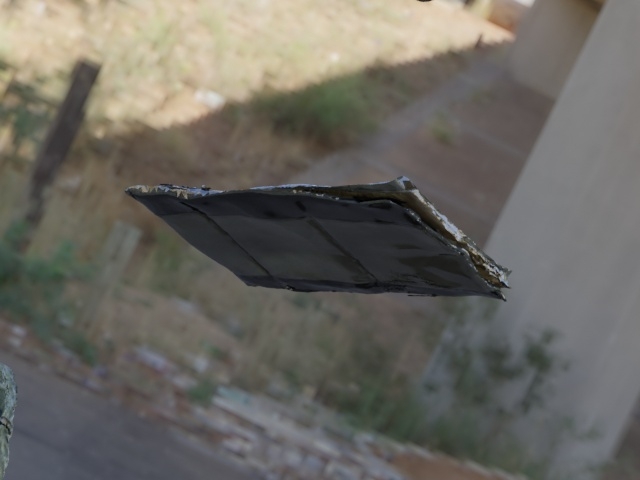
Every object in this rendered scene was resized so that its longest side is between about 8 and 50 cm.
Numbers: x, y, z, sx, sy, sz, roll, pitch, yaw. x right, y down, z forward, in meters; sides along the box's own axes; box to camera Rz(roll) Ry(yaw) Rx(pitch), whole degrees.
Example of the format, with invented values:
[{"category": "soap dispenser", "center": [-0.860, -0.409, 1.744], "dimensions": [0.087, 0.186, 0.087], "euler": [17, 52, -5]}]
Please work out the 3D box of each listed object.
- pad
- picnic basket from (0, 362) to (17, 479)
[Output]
[{"category": "pad", "center": [0.000, 0.001, 1.257], "dimensions": [0.233, 0.022, 0.174], "euler": [1, -24, 32]}, {"category": "picnic basket", "center": [-0.203, 0.105, 1.013], "dimensions": [0.065, 0.083, 0.083], "euler": [8, -10, 3]}]
